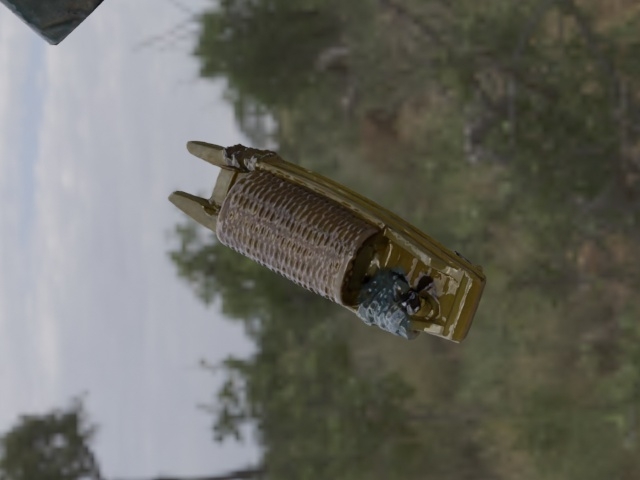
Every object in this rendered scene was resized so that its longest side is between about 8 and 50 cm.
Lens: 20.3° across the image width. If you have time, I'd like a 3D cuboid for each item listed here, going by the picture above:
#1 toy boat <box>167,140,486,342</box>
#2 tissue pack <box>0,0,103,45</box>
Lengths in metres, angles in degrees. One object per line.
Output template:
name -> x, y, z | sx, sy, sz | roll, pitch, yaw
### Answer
toy boat -> 0.000, 0.000, 1.550 | 0.115, 0.310, 0.089 | 0, -64, -59
tissue pack -> -0.196, -0.259, 1.190 | 0.073, 0.173, 0.235 | 48, -178, 39
